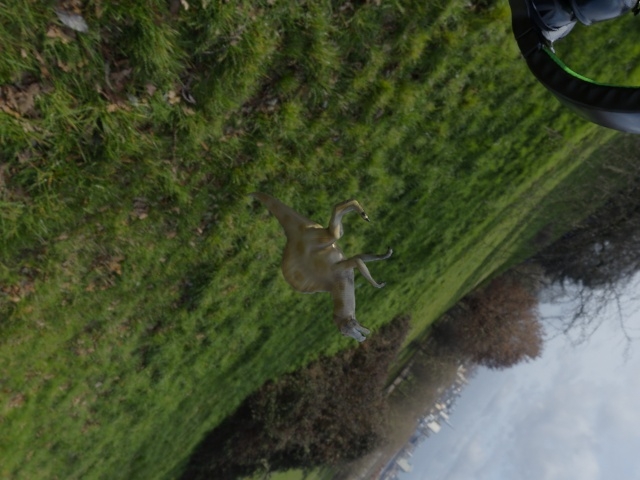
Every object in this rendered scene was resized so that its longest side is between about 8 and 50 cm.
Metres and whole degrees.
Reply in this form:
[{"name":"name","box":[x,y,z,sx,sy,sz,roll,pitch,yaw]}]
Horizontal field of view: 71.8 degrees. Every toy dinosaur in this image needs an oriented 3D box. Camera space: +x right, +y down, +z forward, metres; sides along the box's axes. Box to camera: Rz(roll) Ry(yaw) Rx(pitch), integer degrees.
[{"name":"toy dinosaur","box":[0.000,0.000,0.393,0.092,0.183,0.053,-37,165,5]}]

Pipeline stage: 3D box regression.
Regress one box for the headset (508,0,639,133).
[{"name":"headset","box":[0.282,-0.264,0.356,0.185,0.394,0.243,14,153,-41]}]
